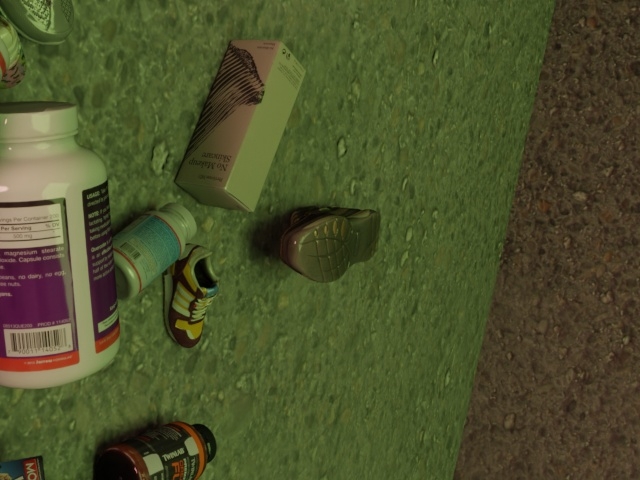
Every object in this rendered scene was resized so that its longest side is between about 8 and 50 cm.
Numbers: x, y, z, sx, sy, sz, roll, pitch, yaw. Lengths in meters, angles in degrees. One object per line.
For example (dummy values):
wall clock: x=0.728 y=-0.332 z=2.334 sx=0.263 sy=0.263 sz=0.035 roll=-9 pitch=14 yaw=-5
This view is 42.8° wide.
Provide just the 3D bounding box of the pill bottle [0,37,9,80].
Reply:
pill bottle: x=-0.444 y=-0.109 z=0.800 sx=0.161 sy=0.161 sz=0.283 roll=51 pitch=55 yaw=-52

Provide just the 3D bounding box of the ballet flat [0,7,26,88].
ballet flat: x=-0.392 y=-0.260 z=0.924 sx=0.077 sy=0.079 sz=0.222 roll=-51 pitch=139 yaw=-29

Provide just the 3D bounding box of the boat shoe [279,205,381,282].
boat shoe: x=0.000 y=0.000 z=1.605 sx=0.355 sy=0.130 sz=0.132 roll=-9 pitch=109 yaw=-64

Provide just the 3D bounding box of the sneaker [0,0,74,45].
sneaker: x=-0.339 y=-0.364 z=0.947 sx=0.105 sy=0.115 sz=0.281 roll=-42 pitch=132 yaw=-46

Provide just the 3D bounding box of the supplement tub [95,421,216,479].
supplement tub: x=-0.253 y=0.352 z=1.304 sx=0.198 sy=0.106 sz=0.106 roll=-10 pitch=107 yaw=-58

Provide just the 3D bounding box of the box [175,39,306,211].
box: x=-0.129 y=-0.192 z=1.352 sx=0.094 sy=0.113 sz=0.275 roll=42 pitch=62 yaw=-54

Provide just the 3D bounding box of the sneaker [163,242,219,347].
sneaker: x=-0.206 y=0.096 z=1.330 sx=0.069 sy=0.083 sz=0.186 roll=-32 pitch=125 yaw=-51

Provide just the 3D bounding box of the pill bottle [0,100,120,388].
pill bottle: x=-0.343 y=0.001 z=0.982 sx=0.181 sy=0.181 sz=0.323 roll=-24 pitch=118 yaw=-55

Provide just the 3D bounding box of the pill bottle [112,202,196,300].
pill bottle: x=-0.259 y=0.011 z=1.216 sx=0.160 sy=0.087 sz=0.087 roll=-46 pitch=135 yaw=-43

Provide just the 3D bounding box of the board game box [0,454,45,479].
board game box: x=-0.395 y=0.378 z=1.028 sx=0.194 sy=0.060 sz=0.194 roll=-1 pitch=76 yaw=-35
